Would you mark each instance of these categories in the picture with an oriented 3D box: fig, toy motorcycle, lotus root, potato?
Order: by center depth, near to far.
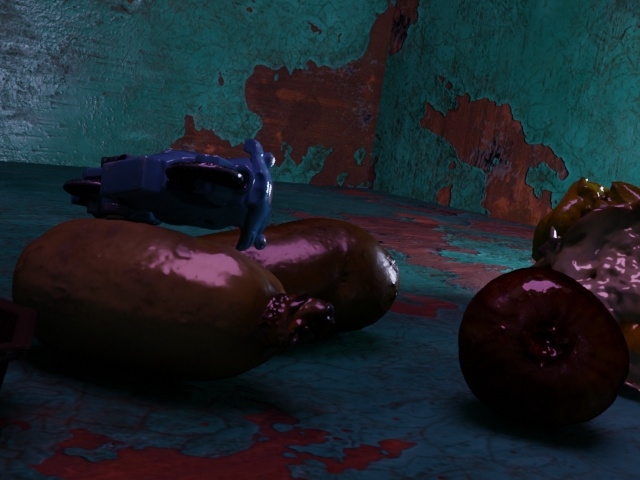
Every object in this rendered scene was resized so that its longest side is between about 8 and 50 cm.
[{"bbox_3d":[-0.151,0.067,0.903,0.342,0.152,0.169,11,-8,16],"label":"lotus root"},{"bbox_3d":[0.231,0.119,0.971,0.175,0.175,0.207,9,-7,6],"label":"fig"},{"bbox_3d":[-0.155,-0.052,0.995,0.272,0.124,0.182,-3,-12,41],"label":"toy motorcycle"},{"bbox_3d":[-0.069,0.047,1.132,0.369,0.177,0.195,0,37,-29],"label":"potato"}]

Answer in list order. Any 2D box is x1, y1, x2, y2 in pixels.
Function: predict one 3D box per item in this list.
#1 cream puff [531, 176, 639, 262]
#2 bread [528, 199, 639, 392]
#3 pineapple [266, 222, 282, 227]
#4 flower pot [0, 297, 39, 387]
[{"bbox_3d":[0.532,0.026,1.575,0.291,0.257,0.324,4,8,-9],"label":"cream puff"},{"bbox_3d":[0.522,0.071,1.225,0.394,0.250,0.361,3,11,-43],"label":"bread"},{"bbox_3d":[-0.046,0.018,1.570,0.083,0.103,0.221,-37,35,-29],"label":"pineapple"},{"bbox_3d":[-0.359,0.095,0.710,0.250,0.084,0.179,7,7,-16],"label":"flower pot"}]
